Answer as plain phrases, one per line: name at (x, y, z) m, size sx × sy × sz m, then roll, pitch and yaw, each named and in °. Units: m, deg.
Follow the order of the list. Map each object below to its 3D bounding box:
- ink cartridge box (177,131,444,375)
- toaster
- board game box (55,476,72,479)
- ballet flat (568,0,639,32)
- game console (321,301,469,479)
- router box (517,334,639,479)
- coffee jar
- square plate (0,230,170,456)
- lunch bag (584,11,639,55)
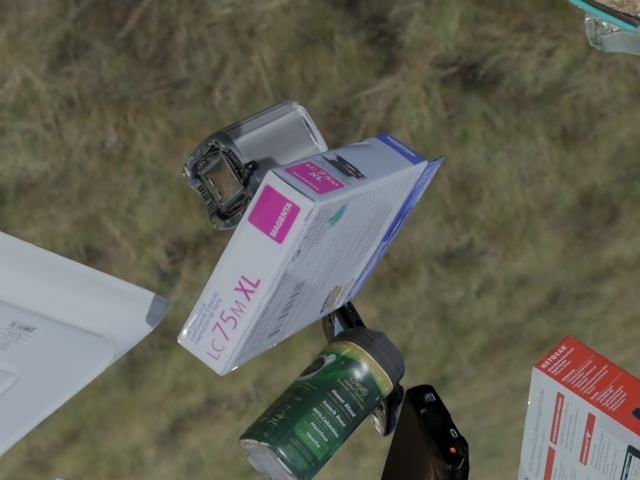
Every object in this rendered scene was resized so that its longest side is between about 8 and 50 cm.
ink cartridge box at (0.000, 0.000, 1.302) m, size 0.186 × 0.065 × 0.311 m, roll -60°, pitch 163°, yaw 23°
toaster at (-0.089, -0.112, 1.992) m, size 0.146 × 0.129 × 0.227 m, roll -32°, pitch 178°, yaw -27°
board game box at (-0.228, 0.445, 2.087) m, size 0.303 × 0.098 × 0.224 m, roll 12°, pitch 172°, yaw 36°
ballet flat at (0.092, -0.169, 0.697) m, size 0.206 × 0.073 × 0.067 m, roll 16°, pitch 110°, yaw -26°
game console at (0.077, 0.214, 1.721) m, size 0.044 × 0.361 × 0.213 m, roll -10°, pitch 136°, yaw -22°
router box at (0.416, 0.334, 1.920) m, size 0.082 × 0.301 × 0.335 m, roll -36°, pitch 145°, yaw -30°
coffee jar at (0.005, 0.172, 1.478) m, size 0.184 × 0.079 × 0.096 m, roll -46°, pitch -168°, yaw -23°
square plate at (-0.366, 0.130, 1.382) m, size 0.344 × 0.049 × 0.347 m, roll -38°, pitch 147°, yaw 17°
lunch bag at (0.453, -0.289, 1.553) m, size 0.235 × 0.169 × 0.287 m, roll 14°, pitch -125°, yaw 38°
